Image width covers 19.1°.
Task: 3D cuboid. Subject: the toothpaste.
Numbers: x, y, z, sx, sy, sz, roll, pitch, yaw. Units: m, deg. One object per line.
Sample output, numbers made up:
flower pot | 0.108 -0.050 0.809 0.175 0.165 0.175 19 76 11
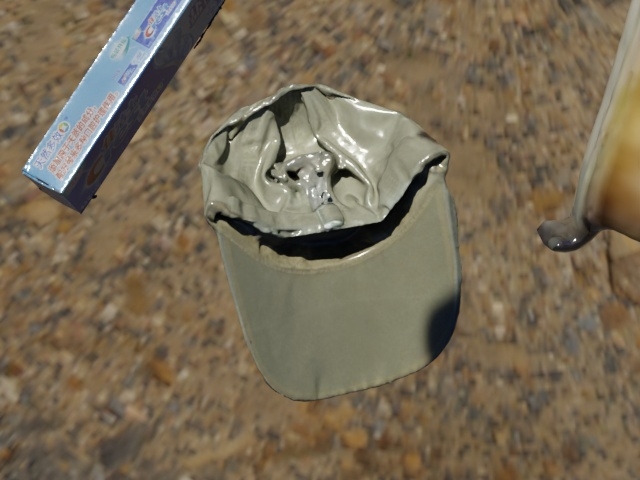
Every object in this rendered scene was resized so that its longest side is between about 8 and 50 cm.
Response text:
toothpaste | -0.178 -0.155 1.792 0.053 0.066 0.272 30 81 17

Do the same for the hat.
hat | 0.000 0.000 1.632 0.214 0.149 0.245 -11 121 -14

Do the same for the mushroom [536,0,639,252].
mushroom | 0.307 -0.159 0.926 0.313 0.224 0.397 14 97 8
